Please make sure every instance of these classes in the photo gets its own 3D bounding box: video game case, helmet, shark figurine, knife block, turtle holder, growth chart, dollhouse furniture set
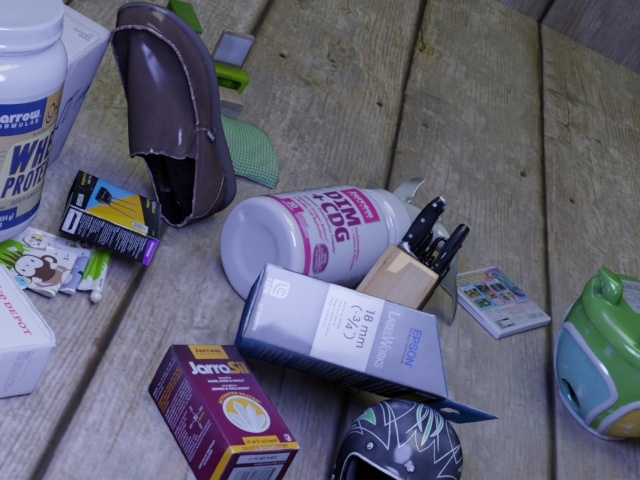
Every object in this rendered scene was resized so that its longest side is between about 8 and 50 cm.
[{"bbox_3d":[0.296,0.103,2.367,0.157,0.019,0.143,-10,46,-48],"label":"video game case"},{"bbox_3d":[0.100,0.277,1.755,0.169,0.161,0.169,22,29,-13],"label":"helmet"},{"bbox_3d":[0.166,0.008,2.328,0.166,0.116,0.278,-35,54,-23],"label":"shark figurine"},{"bbox_3d":[0.110,0.067,2.021,0.088,0.242,0.275,34,29,10],"label":"knife block"},{"bbox_3d":[0.506,0.207,2.169,0.320,0.227,0.243,41,29,19],"label":"turtle holder"},{"bbox_3d":[-0.393,0.018,1.877,0.237,0.021,0.172,17,30,-17],"label":"growth chart"},{"bbox_3d":[-0.164,-0.250,2.381,0.197,0.151,0.301,12,33,-29],"label":"dollhouse furniture set"}]

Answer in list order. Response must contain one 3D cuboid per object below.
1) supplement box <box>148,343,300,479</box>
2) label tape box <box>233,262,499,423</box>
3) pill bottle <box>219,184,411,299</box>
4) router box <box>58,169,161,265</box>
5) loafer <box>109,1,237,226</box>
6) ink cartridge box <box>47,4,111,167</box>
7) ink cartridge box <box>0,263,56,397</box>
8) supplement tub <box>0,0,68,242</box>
[{"bbox_3d":[-0.121,0.219,1.734,0.104,0.081,0.188,3,38,-39],"label":"supplement box"},{"bbox_3d":[0.062,0.139,1.831,0.333,0.106,0.240,17,-10,-4],"label":"label tape box"},{"bbox_3d":[0.000,0.000,2.108,0.283,0.160,0.160,-11,48,-48],"label":"pill bottle"},{"bbox_3d":[-0.295,-0.034,1.985,0.133,0.046,0.179,23,15,-13],"label":"router box"},{"bbox_3d":[-0.218,-0.172,2.052,0.133,0.366,0.130,0,35,29],"label":"loafer"},{"bbox_3d":[-0.437,-0.222,2.003,0.171,0.233,0.168,29,28,0],"label":"ink cartridge box"},{"bbox_3d":[-0.440,0.108,1.616,0.218,0.092,0.158,-6,44,-44],"label":"ink cartridge box"},{"bbox_3d":[-0.451,-0.175,1.798,0.228,0.316,0.228,13,31,-8],"label":"supplement tub"}]
